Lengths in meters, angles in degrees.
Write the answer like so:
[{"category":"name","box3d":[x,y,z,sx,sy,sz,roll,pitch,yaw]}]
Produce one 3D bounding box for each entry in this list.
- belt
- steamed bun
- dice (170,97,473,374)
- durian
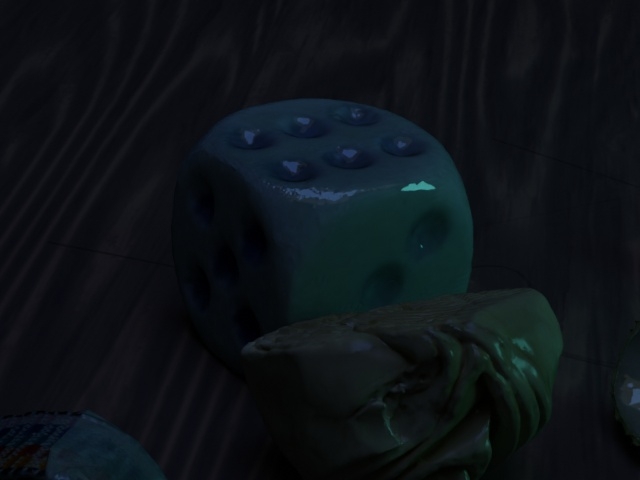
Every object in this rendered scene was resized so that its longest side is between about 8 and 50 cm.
[{"category":"belt","box3d":[-0.247,0.264,1.597,0.257,0.207,0.150,-4,24,20]},{"category":"steamed bun","box3d":[0.094,0.168,1.856,0.289,0.203,0.276,-12,6,-34]},{"category":"dice","box3d":[0.000,0.000,2.092,0.268,0.263,0.264,-12,32,-31]},{"category":"durian","box3d":[0.402,0.174,1.959,0.144,0.139,0.252,-7,30,-14]}]
